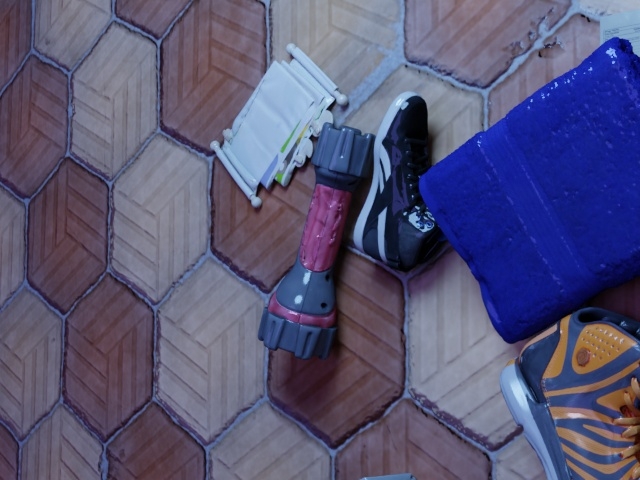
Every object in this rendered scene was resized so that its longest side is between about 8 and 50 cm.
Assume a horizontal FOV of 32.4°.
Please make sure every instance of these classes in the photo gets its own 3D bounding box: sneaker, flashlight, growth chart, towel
[{"bbox_3d":[0.316,0.204,1.110,0.180,0.124,0.321,-48,56,30],"label":"sneaker"},{"bbox_3d":[0.000,0.000,1.449,0.103,0.103,0.304,22,101,44],"label":"flashlight"},{"bbox_3d":[0.124,-0.066,1.365,0.121,0.079,0.217,28,112,38],"label":"sneaker"},{"bbox_3d":[-0.063,-0.162,1.584,0.237,0.021,0.172,-50,55,27],"label":"growth chart"},{"bbox_3d":[0.268,-0.048,1.196,0.308,0.076,0.228,-37,77,42],"label":"towel"}]

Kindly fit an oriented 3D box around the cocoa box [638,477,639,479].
[{"bbox_3d":[0.302,0.403,0.945,0.231,0.228,0.347,29,119,4],"label":"cocoa box"}]

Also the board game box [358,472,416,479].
[{"bbox_3d":[0.018,0.452,1.383,0.303,0.097,0.224,-36,61,36],"label":"board game box"}]

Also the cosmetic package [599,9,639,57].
[{"bbox_3d":[0.337,-0.188,1.195,0.060,0.041,0.115,-1,84,45],"label":"cosmetic package"}]
